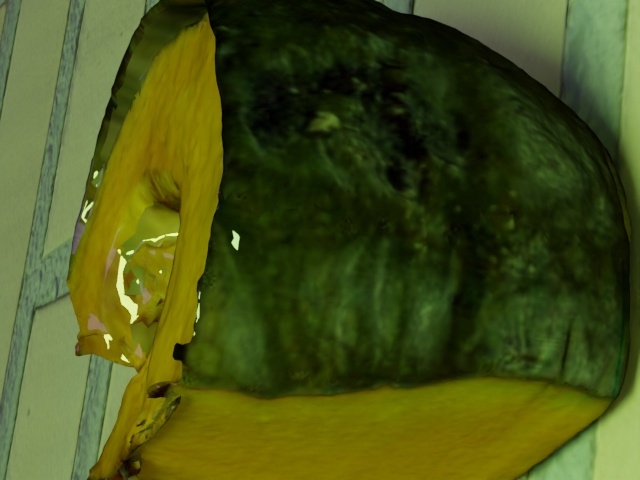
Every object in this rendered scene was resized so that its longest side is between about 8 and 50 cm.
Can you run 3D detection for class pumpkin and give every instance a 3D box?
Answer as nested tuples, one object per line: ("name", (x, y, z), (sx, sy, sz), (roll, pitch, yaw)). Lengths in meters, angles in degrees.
("pumpkin", (0.000, 0.000, 0.963), (0.256, 0.225, 0.303), (-65, 27, 26))
